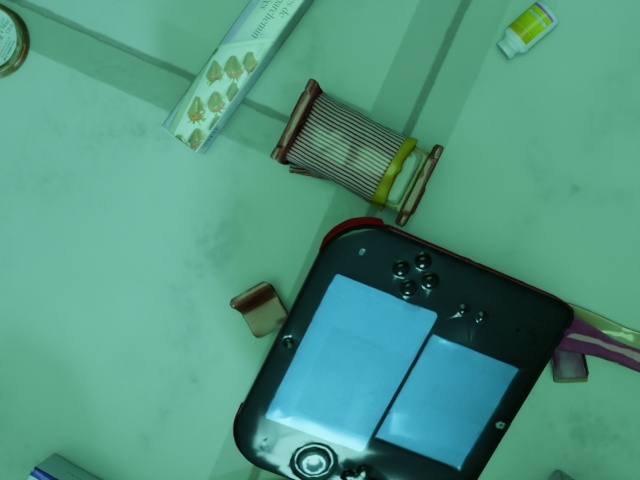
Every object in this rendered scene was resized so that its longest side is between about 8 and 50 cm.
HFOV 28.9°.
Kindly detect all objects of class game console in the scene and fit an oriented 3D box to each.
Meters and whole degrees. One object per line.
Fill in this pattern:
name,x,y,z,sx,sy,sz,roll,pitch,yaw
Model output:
game console,0.099,0.181,1.627,0.342,0.060,0.387,24,111,-7

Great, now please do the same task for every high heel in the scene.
high heel,0.420,0.120,1.667,0.244,0.082,0.117,-7,101,18

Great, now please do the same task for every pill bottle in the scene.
pill bottle,0.279,-0.284,1.685,0.083,0.043,0.043,-41,88,4

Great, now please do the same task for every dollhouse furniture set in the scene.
dollhouse furniture set,0.000,0.000,1.661,0.201,0.152,0.374,25,93,4

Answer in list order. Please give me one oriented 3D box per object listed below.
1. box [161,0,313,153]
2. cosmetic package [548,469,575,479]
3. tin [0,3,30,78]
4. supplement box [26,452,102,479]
box,-0.098,-0.265,1.707,0.063,0.067,0.324,36,95,3
cosmetic package,0.389,0.553,1.559,0.393,0.327,0.329,31,94,4
tin,-0.502,-0.304,1.755,0.189,0.040,0.106,29,89,4
supplement box,-0.387,0.425,1.727,0.111,0.114,0.220,29,92,3
